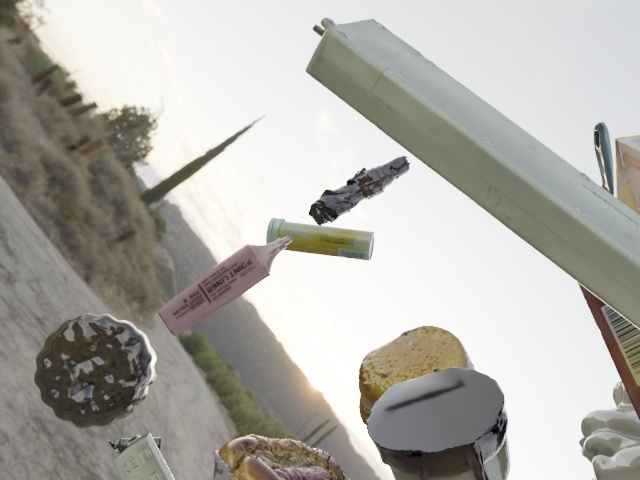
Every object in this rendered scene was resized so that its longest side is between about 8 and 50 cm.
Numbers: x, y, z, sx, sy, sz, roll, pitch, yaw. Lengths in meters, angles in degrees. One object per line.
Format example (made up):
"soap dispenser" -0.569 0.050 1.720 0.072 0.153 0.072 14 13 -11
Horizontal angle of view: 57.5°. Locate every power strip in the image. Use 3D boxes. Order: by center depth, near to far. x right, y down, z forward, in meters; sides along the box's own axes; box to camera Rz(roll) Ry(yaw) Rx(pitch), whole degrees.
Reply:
"power strip" 0.138 -0.058 0.446 0.367 0.106 0.043 39 -57 7
"power strip" -0.206 0.383 0.800 0.252 0.060 0.027 55 2 17

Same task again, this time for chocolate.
"chocolate" 0.243 0.405 1.147 0.283 0.284 0.186 18 -51 62

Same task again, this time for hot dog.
"hot dog" -0.040 0.304 0.745 0.131 0.069 0.253 30 -1 38

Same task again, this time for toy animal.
"toy animal" 0.696 0.455 1.264 0.367 0.241 0.196 -52 129 -71

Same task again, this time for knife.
"knife" 0.520 -0.084 1.062 0.313 0.019 0.044 63 -5 -34

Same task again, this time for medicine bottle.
"medicine bottle" 0.000 0.000 1.209 0.218 0.074 0.074 7 -32 13

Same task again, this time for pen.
"pen" -0.119 0.052 0.764 0.053 0.197 0.032 52 -10 12

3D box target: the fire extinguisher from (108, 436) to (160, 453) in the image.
"fire extinguisher" -0.312 0.347 0.981 0.025 0.083 0.038 -105 -161 -61

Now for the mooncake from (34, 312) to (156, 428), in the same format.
"mooncake" -0.563 0.326 1.471 0.290 0.290 0.161 52 -20 -1

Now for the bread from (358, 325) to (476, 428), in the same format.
"bread" 0.267 0.405 1.653 0.204 0.358 0.337 66 -10 -26

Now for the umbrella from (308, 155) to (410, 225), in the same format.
"umbrella" 0.111 -0.146 1.614 0.094 0.326 0.090 58 -17 -4

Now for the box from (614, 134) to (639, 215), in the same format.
"box" 0.474 -0.032 0.727 0.265 0.097 0.168 -90 167 -66

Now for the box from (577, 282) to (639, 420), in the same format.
"box" 0.670 0.242 1.063 0.385 0.122 0.344 31 36 -30
